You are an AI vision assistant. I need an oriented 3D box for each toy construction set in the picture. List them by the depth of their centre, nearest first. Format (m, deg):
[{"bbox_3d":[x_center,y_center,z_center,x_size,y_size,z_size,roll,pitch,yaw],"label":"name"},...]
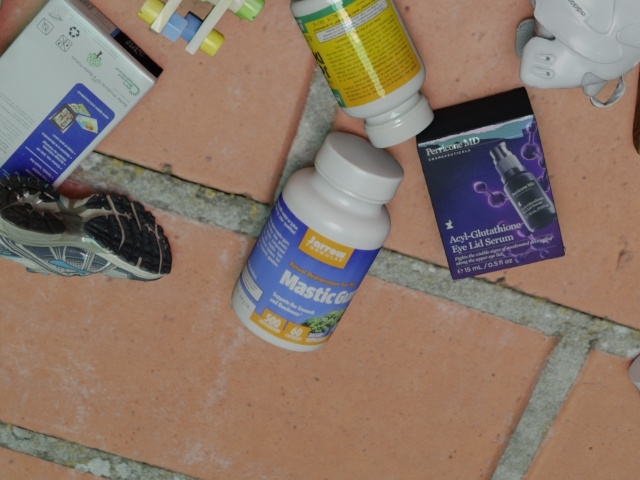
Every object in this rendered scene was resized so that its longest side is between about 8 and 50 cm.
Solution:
[{"bbox_3d":[-0.061,-0.359,1.114,0.327,0.215,0.151,-35,111,18],"label":"toy construction set"}]

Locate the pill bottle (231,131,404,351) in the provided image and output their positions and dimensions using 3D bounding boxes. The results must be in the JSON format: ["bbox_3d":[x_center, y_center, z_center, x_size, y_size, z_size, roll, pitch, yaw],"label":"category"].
[{"bbox_3d":[0.000,0.000,1.324,0.152,0.152,0.272,24,116,-8],"label":"pill bottle"}]

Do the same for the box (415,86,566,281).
[{"bbox_3d":[0.217,-0.072,1.297,0.153,0.108,0.207,-14,115,11],"label":"box"}]

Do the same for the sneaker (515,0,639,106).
[{"bbox_3d":[0.251,-0.306,1.162,0.365,0.137,0.210,28,117,-7],"label":"sneaker"}]

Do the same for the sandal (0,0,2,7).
[{"bbox_3d":[-0.365,-0.343,1.212,0.086,0.120,0.303,13,127,-20],"label":"sandal"}]

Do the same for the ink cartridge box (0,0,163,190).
[{"bbox_3d":[-0.376,-0.160,1.321,0.332,0.065,0.165,-41,107,19],"label":"ink cartridge box"}]

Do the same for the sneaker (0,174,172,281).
[{"bbox_3d":[-0.334,-0.002,1.354,0.283,0.110,0.122,21,137,-35],"label":"sneaker"}]

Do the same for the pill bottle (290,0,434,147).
[{"bbox_3d":[0.058,-0.224,1.228,0.117,0.118,0.208,-23,113,15],"label":"pill bottle"}]

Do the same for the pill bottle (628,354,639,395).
[{"bbox_3d":[0.508,0.223,1.440,0.078,0.078,0.137,-37,108,20],"label":"pill bottle"}]

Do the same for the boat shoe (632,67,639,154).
[{"bbox_3d":[0.432,-0.187,1.255,0.059,0.063,0.170,-1,126,1],"label":"boat shoe"}]
